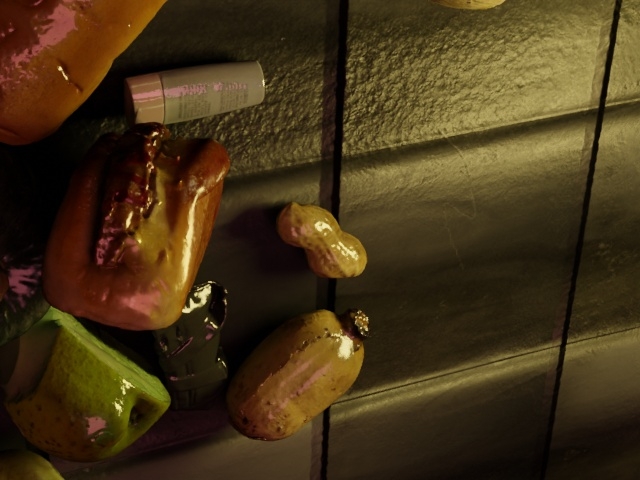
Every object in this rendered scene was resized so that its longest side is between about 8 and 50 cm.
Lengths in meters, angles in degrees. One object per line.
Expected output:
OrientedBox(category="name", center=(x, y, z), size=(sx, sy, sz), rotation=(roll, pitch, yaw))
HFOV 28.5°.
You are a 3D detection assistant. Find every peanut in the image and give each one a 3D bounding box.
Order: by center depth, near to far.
OrientedBox(category="peanut", center=(-0.001, 0.002, 1.998), size=(0.089, 0.089, 0.193), rotation=(-45, 125, 4))

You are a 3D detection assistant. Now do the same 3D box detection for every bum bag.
OrientedBox(category="bum bag", center=(-0.193, 0.172, 1.970), size=(0.142, 0.079, 0.326), rotation=(-36, 149, -24))

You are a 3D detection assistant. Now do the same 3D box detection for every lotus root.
OrientedBox(category="lotus root", center=(-0.034, 0.213, 2.074), size=(0.284, 0.146, 0.160), rotation=(-40, 149, 8))

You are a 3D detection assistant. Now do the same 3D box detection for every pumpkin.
OrientedBox(category="pumpkin", center=(-0.466, 0.012, 1.653), size=(0.300, 0.207, 0.300), rotation=(-23, 126, -36))

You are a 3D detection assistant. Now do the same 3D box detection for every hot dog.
OrientedBox(category="hot dog", center=(-0.231, -0.042, 1.658), size=(0.185, 0.405, 0.223), rotation=(16, 105, -4))

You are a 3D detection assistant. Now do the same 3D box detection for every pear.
OrientedBox(category="pear", center=(-0.352, 0.227, 1.826), size=(0.176, 0.282, 0.286), rotation=(-51, 128, -2))

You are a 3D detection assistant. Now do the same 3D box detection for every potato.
OrientedBox(category="potato", center=(-0.533, 0.387, 1.933), size=(0.271, 0.160, 0.111), rotation=(-24, 85, -16))

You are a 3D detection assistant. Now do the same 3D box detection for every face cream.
OrientedBox(category="face cream", center=(-0.180, -0.209, 1.788), size=(0.198, 0.057, 0.084), rotation=(-11, 132, -20))

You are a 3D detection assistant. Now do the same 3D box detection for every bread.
OrientedBox(category="bread", center=(-0.335, -0.280, 1.601), size=(0.195, 0.149, 0.344), rotation=(34, 100, -38))

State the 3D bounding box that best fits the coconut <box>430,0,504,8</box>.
OrientedBox(category="coconut", center=(0.195, -0.454, 1.692), size=(0.254, 0.297, 0.297), rotation=(8, 115, -31))
